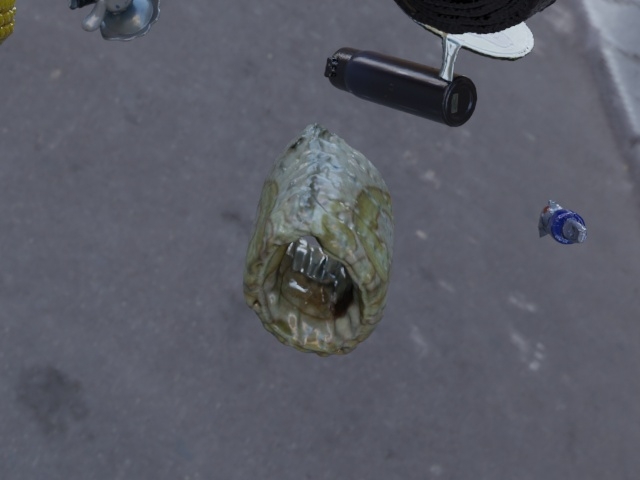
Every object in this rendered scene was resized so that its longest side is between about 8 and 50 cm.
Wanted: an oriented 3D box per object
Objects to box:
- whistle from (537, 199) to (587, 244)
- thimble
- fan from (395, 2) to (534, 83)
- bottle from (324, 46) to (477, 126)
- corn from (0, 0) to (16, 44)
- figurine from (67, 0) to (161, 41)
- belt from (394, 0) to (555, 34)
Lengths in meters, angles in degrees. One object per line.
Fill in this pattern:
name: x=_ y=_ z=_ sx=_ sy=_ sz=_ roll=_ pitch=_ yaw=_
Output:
whistle: x=0.198 y=-0.011 z=1.071 sx=0.029 sy=0.033 sz=0.083 roll=14 pitch=9 yaw=-14
thimble: x=0.000 y=0.000 z=1.231 sx=0.137 sy=0.190 sz=0.143 roll=3 pitch=42 yaw=7
fan: x=0.183 y=-0.293 z=1.742 sx=0.229 sy=0.011 sz=0.335 roll=24 pitch=37 yaw=-8
bottle: x=0.110 y=-0.221 z=1.842 sx=0.082 sy=0.072 sz=0.244 roll=-6 pitch=21 yaw=-44
corn: x=-0.358 y=-0.193 z=1.135 sx=0.093 sy=0.093 sz=0.244 roll=37 pitch=26 yaw=9
figurine: x=-0.217 y=-0.253 z=1.334 sx=0.082 sy=0.094 sz=0.086 roll=29 pitch=-15 yaw=24
belt: x=0.170 y=-0.320 z=1.339 sx=0.184 sy=0.164 sz=0.289 roll=55 pitch=-17 yaw=-23
